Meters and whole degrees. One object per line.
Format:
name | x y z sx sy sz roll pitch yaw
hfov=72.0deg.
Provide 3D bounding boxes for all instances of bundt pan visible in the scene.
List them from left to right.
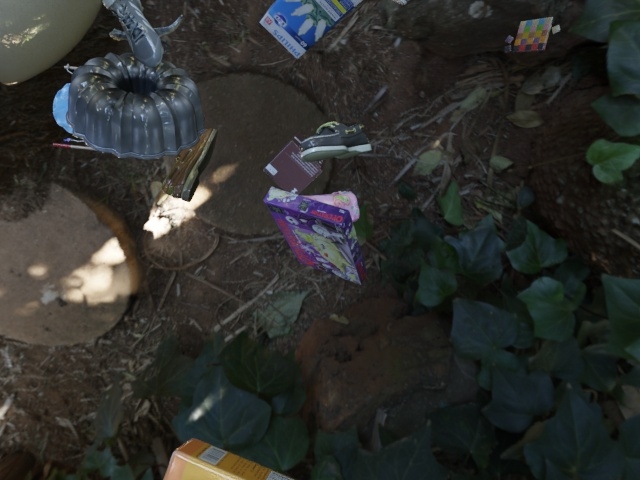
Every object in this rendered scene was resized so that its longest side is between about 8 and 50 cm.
bundt pan | -0.444 -0.349 1.077 0.331 0.330 0.124 14 135 -7

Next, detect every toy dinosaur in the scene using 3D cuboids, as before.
toy dinosaur | -0.599 -0.709 1.558 0.268 0.064 0.118 -12 147 -1

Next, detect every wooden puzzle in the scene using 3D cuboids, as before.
wooden puzzle | 0.332 -0.322 0.693 0.006 0.083 0.049 10 96 -43

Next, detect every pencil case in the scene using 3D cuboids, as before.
pencil case | -0.001 -0.108 1.520 0.284 0.124 0.124 -8 119 -32

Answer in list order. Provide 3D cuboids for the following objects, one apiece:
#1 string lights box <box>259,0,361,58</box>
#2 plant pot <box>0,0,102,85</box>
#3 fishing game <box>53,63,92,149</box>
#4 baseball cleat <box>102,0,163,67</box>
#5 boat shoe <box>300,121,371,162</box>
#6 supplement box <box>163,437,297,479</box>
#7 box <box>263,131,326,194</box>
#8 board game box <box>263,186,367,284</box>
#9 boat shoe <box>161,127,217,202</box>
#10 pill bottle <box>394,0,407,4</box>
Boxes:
string lights box | -0.016 -0.567 1.051 0.133 0.076 0.260 37 147 -25
plant pot | -0.460 -0.409 0.678 0.191 0.284 0.284 -23 114 -11
fishing game | -0.644 -0.373 1.227 0.189 0.041 0.264 6 73 -12
baseball cleat | -0.402 -0.454 0.917 0.072 0.109 0.205 -35 72 16
boat shoe | 0.027 -0.200 0.881 0.081 0.228 0.068 -11 95 33
supplement box | -0.105 0.368 0.628 0.234 0.080 0.078 18 83 11
box | -0.097 -0.304 1.759 0.167 0.203 0.168 -41 105 20
board game box | 0.000 0.000 1.139 0.208 0.056 0.347 23 160 24
boat shoe | -0.442 -0.277 1.502 0.105 0.307 0.110 18 148 -5
pill bottle | 0.291 -0.924 1.515 0.103 0.103 0.184 22 115 -10
